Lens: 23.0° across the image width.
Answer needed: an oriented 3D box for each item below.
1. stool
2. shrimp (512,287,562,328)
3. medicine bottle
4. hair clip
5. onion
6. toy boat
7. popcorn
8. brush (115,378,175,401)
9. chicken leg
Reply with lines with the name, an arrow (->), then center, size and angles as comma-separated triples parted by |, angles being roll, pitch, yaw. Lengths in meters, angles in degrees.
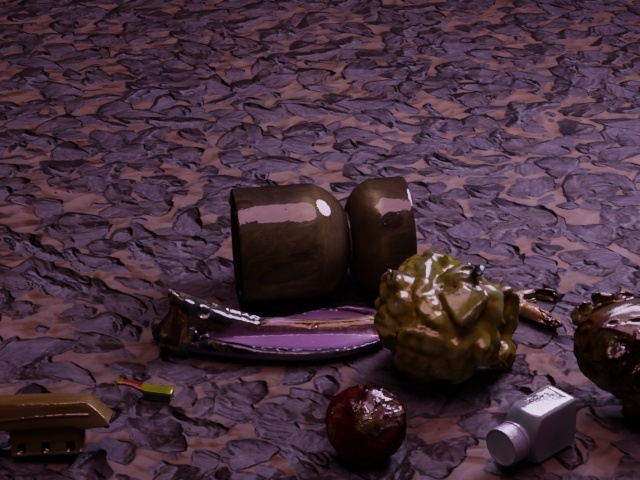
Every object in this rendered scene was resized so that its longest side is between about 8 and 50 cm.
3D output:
stool -> 0.000, 0.000, 2.366 | 0.264, 0.179, 0.179 | -4, 28, -8
shrimp -> 0.328, 0.099, 2.338 | 0.091, 0.025, 0.127 | -15, 28, -28
medicine bottle -> 0.270, 0.242, 2.009 | 0.118, 0.074, 0.055 | -24, 36, -36
hair clip -> -0.061, 0.127, 2.258 | 0.359, 0.095, 0.110 | 5, -8, -8
onion -> 0.059, 0.236, 2.013 | 0.107, 0.097, 0.107 | 0, 57, 0
toy boat -> -0.365, 0.239, 2.021 | 0.200, 0.077, 0.057 | -2, 15, 3
popcorn -> 0.177, 0.102, 2.178 | 0.189, 0.169, 0.218 | 13, 34, 23
brush -> -0.240, 0.204, 2.144 | 0.083, 0.021, 0.019 | 10, 30, 8
chicken leg -> 0.515, 0.166, 2.092 | 0.361, 0.140, 0.211 | 11, 51, -6
